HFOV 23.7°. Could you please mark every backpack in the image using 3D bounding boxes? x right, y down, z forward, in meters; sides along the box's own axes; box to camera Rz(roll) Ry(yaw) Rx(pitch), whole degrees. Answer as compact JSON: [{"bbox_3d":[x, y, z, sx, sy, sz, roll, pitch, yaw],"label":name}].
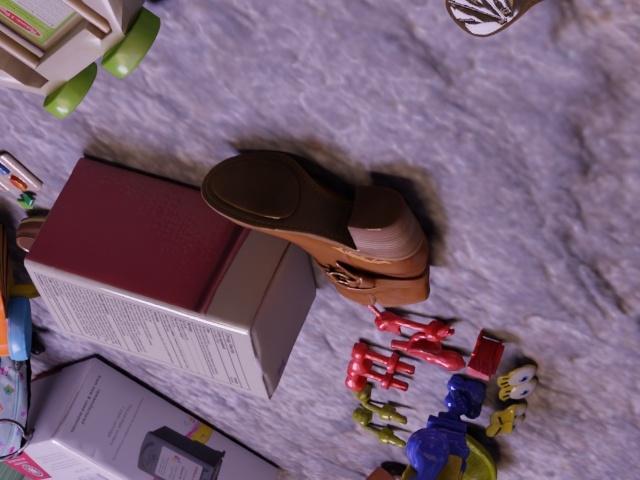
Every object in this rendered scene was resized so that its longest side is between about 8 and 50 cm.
[{"bbox_3d":[-0.430,0.191,1.904,0.152,0.182,0.115,4,-176,42],"label":"backpack"}]

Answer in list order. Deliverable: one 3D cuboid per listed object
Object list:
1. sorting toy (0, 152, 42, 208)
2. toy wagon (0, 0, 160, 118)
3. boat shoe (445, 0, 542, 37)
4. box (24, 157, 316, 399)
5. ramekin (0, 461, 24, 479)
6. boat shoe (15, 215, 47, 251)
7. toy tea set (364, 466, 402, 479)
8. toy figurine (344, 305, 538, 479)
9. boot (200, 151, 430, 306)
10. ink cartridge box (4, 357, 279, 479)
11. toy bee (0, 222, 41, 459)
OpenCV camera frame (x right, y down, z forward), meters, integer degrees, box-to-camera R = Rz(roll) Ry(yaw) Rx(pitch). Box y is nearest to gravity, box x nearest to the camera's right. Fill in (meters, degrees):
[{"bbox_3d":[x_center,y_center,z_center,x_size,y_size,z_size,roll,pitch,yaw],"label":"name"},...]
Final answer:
[{"bbox_3d":[-0.309,-0.058,1.538,0.062,0.012,0.083,-3,143,42],"label":"sorting toy"},{"bbox_3d":[-0.286,-0.200,1.192,0.267,0.068,0.344,35,153,-21],"label":"toy wagon"},{"bbox_3d":[0.140,-0.172,0.922,0.056,0.048,0.153,45,142,-14],"label":"boat shoe"},{"bbox_3d":[-0.137,0.035,1.439,0.232,0.127,0.149,16,153,15],"label":"box"},{"bbox_3d":[-0.576,0.302,2.284,0.303,0.148,0.303,19,154,10],"label":"ramekin"},{"bbox_3d":[-0.240,0.025,1.581,0.178,0.060,0.064,20,154,10],"label":"boat shoe"},{"bbox_3d":[0.123,0.383,1.935,0.200,0.124,0.336,49,164,18],"label":"toy tea set"},{"bbox_3d":[0.082,0.244,1.546,0.191,0.217,0.362,20,153,9],"label":"toy figurine"},{"bbox_3d":[0.000,0.000,1.324,0.197,0.073,0.152,15,156,22],"label":"boot"},{"bbox_3d":[-0.245,0.294,2.012,0.306,0.131,0.226,34,152,-22],"label":"ink cartridge box"},{"bbox_3d":[-0.384,0.078,1.723,0.195,0.162,0.298,16,125,-17],"label":"toy bee"}]
